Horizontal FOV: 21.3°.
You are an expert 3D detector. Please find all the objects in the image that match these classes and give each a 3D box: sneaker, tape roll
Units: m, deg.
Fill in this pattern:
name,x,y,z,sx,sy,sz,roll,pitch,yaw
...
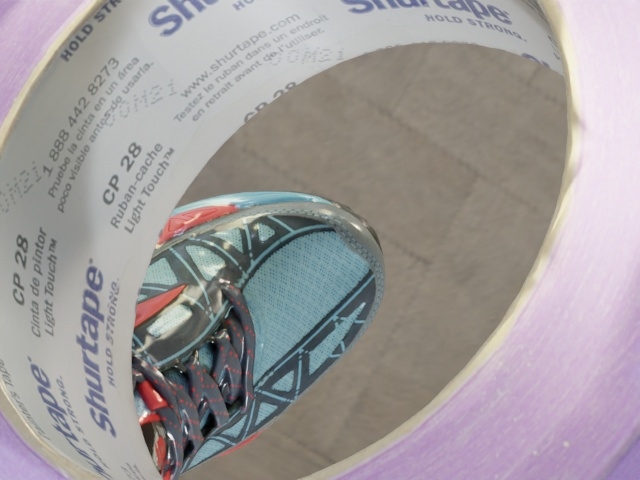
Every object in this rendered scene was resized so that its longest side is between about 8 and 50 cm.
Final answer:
name,x,y,z,sx,sy,sz,roll,pitch,yaw
sneaker,-0.072,0.074,0.639,0.261,0.125,0.104,-32,114,-17
tape roll,0.000,0.000,0.497,0.090,0.274,0.275,44,68,-54
